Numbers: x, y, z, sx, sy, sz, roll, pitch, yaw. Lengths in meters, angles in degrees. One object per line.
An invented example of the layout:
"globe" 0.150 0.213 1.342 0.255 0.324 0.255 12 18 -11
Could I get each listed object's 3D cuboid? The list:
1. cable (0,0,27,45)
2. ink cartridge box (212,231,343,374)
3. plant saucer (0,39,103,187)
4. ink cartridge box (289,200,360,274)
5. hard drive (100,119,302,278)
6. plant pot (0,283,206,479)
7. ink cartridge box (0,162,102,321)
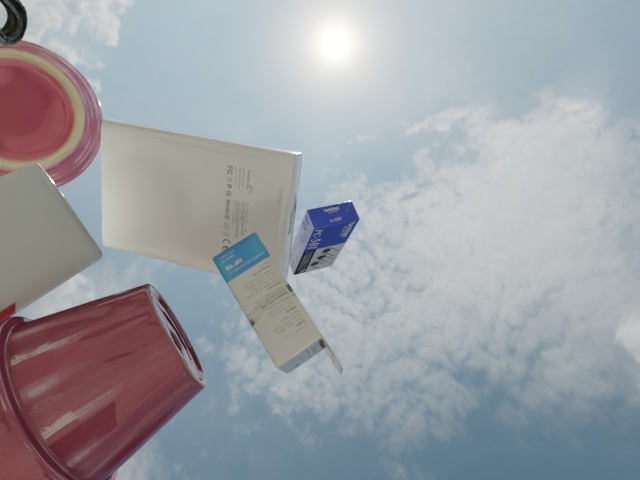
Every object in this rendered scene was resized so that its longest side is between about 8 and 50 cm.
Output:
"cable" -0.426 -0.355 0.594 0.072 0.287 0.140 23 -128 -9
"ink cartridge box" -0.048 0.091 0.533 0.060 0.104 0.180 -32 -108 -9
"plant saucer" -0.643 -0.269 0.977 0.084 0.332 0.333 3 -118 60
"ink cartridge box" 0.000 0.000 0.934 0.097 0.207 0.046 -12 -115 -22
"hard drive" -0.196 -0.059 0.722 0.318 0.040 0.211 12 -71 12
"plant pot" -0.229 0.144 0.473 0.180 0.201 0.201 -31 -122 -13
"ink cartridge box" -0.552 0.054 0.667 0.384 0.161 0.279 -11 -154 42
